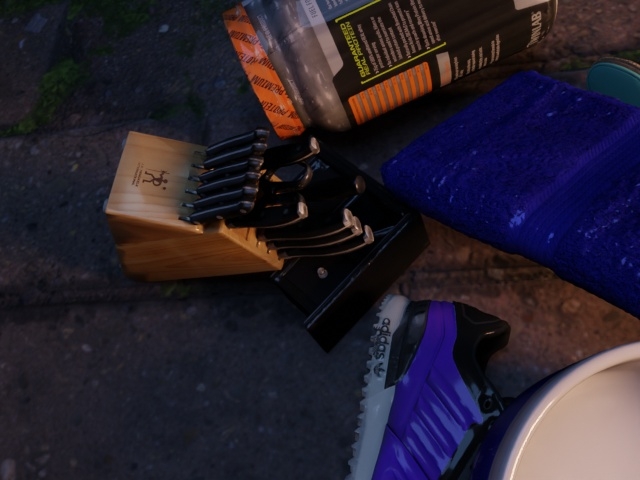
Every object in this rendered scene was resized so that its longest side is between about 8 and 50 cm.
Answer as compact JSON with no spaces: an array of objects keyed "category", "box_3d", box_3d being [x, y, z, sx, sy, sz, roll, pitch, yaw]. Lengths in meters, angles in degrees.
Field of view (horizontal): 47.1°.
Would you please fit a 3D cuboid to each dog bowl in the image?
[{"category":"dog bowl","box_3d":[0.237,0.206,0.504,0.265,0.104,0.265,0,73,-1]}]

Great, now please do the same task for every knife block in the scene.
[{"category":"knife block","box_3d":[-0.080,-0.017,0.729,0.242,0.276,0.088,13,68,-5]}]

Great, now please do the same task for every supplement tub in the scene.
[{"category":"supplement tub","box_3d":[0.068,-0.240,0.785,0.316,0.193,0.193,-24,59,3]}]

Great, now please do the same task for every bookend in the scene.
[{"category":"bookend","box_3d":[0.000,0.000,0.752,0.156,0.072,0.157,-45,59,-8]}]

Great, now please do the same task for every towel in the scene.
[{"category":"towel","box_3d":[0.231,-0.059,0.633,0.227,0.076,0.308,-31,39,-28]}]

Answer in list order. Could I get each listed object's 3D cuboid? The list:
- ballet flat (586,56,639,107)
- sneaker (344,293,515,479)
[{"category":"ballet flat","box_3d":[0.352,-0.114,0.715,0.067,0.073,0.206,-22,58,-27]},{"category":"sneaker","box_3d":[0.105,0.182,0.606,0.146,0.102,0.293,2,64,17]}]
